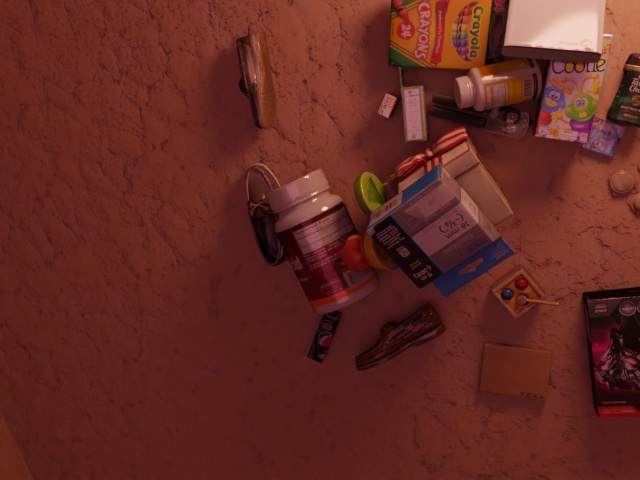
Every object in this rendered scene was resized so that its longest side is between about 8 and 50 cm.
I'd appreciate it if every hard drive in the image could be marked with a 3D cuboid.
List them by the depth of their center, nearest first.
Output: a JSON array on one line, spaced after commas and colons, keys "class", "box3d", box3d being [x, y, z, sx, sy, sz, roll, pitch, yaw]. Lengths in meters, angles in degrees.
[{"class": "hard drive", "box3d": [0.601, -0.620, 1.675, 0.233, 0.047, 0.353, 8, 71, 12]}]

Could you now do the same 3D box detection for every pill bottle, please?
[{"class": "pill bottle", "box3d": [0.472, -0.415, 1.764, 0.215, 0.117, 0.117, -11, 100, 2]}, {"class": "pill bottle", "box3d": [0.000, 0.000, 1.965, 0.224, 0.224, 0.392, -23, 96, 17]}]

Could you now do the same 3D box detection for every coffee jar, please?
[{"class": "coffee jar", "box3d": [0.836, -0.399, 1.747, 0.096, 0.079, 0.184, 16, 105, 10]}]

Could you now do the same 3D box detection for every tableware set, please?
[{"class": "tableware set", "box3d": [0.896, -0.158, 1.818, 0.168, 0.020, 0.141, -36, 90, 19]}]

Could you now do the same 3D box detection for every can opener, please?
[{"class": "can opener", "box3d": [0.454, -0.356, 1.863, 0.283, 0.095, 0.076, 19, 111, 22]}]

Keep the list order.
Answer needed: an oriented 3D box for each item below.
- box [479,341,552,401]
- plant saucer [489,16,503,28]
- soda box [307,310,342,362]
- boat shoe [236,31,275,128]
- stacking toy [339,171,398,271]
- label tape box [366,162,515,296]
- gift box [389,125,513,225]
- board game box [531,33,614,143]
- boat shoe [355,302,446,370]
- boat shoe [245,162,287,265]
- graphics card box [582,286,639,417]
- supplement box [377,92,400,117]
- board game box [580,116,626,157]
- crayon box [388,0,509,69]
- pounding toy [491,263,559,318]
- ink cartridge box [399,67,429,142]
[{"class": "box", "box3d": [0.596, 0.401, 2.015, 0.201, 0.021, 0.164, 6, 104, 13]}, {"class": "plant saucer", "box3d": [0.464, -0.628, 1.820, 0.083, 0.015, 0.083, 3, 103, 13]}, {"class": "soda box", "box3d": [0.013, 0.304, 2.115, 0.053, 0.060, 0.169, 22, 106, 7]}, {"class": "boat shoe", "box3d": [-0.199, -0.474, 1.977, 0.092, 0.103, 0.285, -4, 98, 20]}, {"class": "stacking toy", "box3d": [0.154, -0.041, 1.896, 0.130, 0.309, 0.279, -21, 79, 33]}, {"class": "label tape box", "box3d": [0.319, 0.004, 1.714, 0.240, 0.106, 0.334, -37, 107, 25]}, {"class": "gift box", "box3d": [0.350, -0.155, 1.838, 0.255, 0.276, 0.258, -34, 108, 14]}, {"class": "board game box", "box3d": [0.664, -0.408, 1.754, 0.142, 0.144, 0.275, 11, 104, 12]}, {"class": "boat shoe", "box3d": [0.231, 0.297, 2.045, 0.307, 0.111, 0.104, -29, 90, 8]}, {"class": "boat shoe", "box3d": [-0.170, -0.080, 2.055, 0.116, 0.097, 0.324, -10, 100, 16]}, {"class": "graphics card box", "box3d": [0.894, 0.321, 1.888, 0.233, 0.094, 0.371, -6, 100, 15]}, {"class": "supplement box", "box3d": [0.198, -0.389, 1.895, 0.036, 0.098, 0.062, 26, 107, 7]}, {"class": "board game box", "box3d": [0.780, -0.286, 1.817, 0.090, 0.020, 0.090, 19, 106, 8]}, {"class": "crayon box", "box3d": [0.352, -0.578, 1.810, 0.318, 0.081, 0.202, 5, 112, 12]}, {"class": "pounding toy", "box3d": [0.595, 0.158, 1.919, 0.130, 0.100, 0.141, -40, 91, 19]}, {"class": "ink cartridge box", "box3d": [0.267, -0.387, 1.873, 0.062, 0.109, 0.209, -4, 101, 14]}]
